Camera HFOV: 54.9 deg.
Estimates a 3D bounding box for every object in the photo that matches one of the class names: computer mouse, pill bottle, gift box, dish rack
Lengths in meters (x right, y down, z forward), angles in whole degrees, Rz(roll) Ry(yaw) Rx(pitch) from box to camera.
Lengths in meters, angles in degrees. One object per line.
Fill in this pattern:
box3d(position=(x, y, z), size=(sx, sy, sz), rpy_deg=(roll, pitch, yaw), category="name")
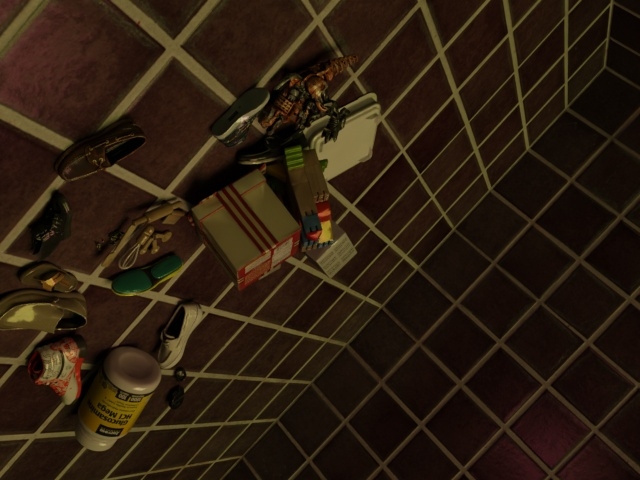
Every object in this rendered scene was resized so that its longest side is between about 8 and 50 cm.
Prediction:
box3d(position=(-0.571, 0.582, 2.439), size=(0.071, 0.041, 0.242), rpy_deg=(-31, 146, -46), category="computer mouse")
box3d(position=(-0.671, 0.524, 2.011), size=(0.188, 0.188, 0.334), rpy_deg=(-2, 131, -56), category="pill bottle")
box3d(position=(-0.211, -0.051, 1.768), size=(0.255, 0.258, 0.276), rpy_deg=(-33, 166, -21), category="gift box")
box3d(position=(0.071, -0.313, 2.038), size=(0.332, 0.072, 0.286), rpy_deg=(-31, 152, -26), category="dish rack")

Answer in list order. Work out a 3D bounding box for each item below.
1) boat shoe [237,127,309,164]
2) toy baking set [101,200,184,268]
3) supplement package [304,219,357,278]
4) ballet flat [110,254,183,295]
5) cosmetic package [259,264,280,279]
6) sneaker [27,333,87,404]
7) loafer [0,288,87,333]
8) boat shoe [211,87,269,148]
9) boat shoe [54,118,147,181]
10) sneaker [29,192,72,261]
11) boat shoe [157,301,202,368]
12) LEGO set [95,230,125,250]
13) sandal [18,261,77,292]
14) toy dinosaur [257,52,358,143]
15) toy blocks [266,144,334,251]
box3d(position=(-0.142, -0.271, 1.792), size=(0.233, 0.084, 0.079), rpy_deg=(-21, 108, -29), category="boat shoe")
box3d(position=(-0.468, -0.010, 1.666), size=(0.256, 0.030, 0.197), rpy_deg=(-30, 154, -50), category="toy baking set")
box3d(position=(0.000, 0.000, 2.245), size=(0.149, 0.194, 0.203), rpy_deg=(-44, 154, -4), category="supplement package")
box3d(position=(-0.504, 0.114, 1.798), size=(0.231, 0.077, 0.077), rpy_deg=(-27, 166, -38), category="ballet flat")
box3d(position=(-0.197, 0.004, 2.035), size=(0.107, 0.127, 0.238), rpy_deg=(-28, 152, -31), category="cosmetic package")
box3d(position=(-0.771, 0.392, 1.782), size=(0.145, 0.090, 0.270), rpy_deg=(-15, 138, -46), category="sneaker")
box3d(position=(-0.704, 0.186, 1.569), size=(0.268, 0.092, 0.102), rpy_deg=(-2, 131, -56), category="loafer")
box3d(position=(-0.200, -0.323, 1.622), size=(0.183, 0.065, 0.083), rpy_deg=(-39, 156, 2), category="boat shoe")
box3d(position=(-0.484, -0.194, 1.365), size=(0.207, 0.073, 0.073), rpy_deg=(-38, 155, -13), category="boat shoe")
box3d(position=(-0.624, -0.030, 1.418), size=(0.089, 0.051, 0.170), rpy_deg=(-31, 155, -38), category="sneaker")
box3d(position=(-0.498, 0.324, 2.092), size=(0.268, 0.096, 0.088), rpy_deg=(-55, 149, 16), category="boat shoe")
box3d(position=(-0.549, -0.005, 1.612), size=(0.083, 0.023, 0.054), rpy_deg=(-11, 138, -30), category="LEGO set")
box3d(position=(-0.671, 0.103, 1.546), size=(0.072, 0.049, 0.180), rpy_deg=(-46, 155, 1), category="sandal")
box3d(position=(-0.020, -0.394, 1.701), size=(0.321, 0.164, 0.218), rpy_deg=(-26, 139, 8), category="toy dinosaur")
box3d(position=(-0.038, -0.090, 1.847), size=(0.190, 0.261, 0.381), rpy_deg=(-14, 165, -10), category="toy blocks")
